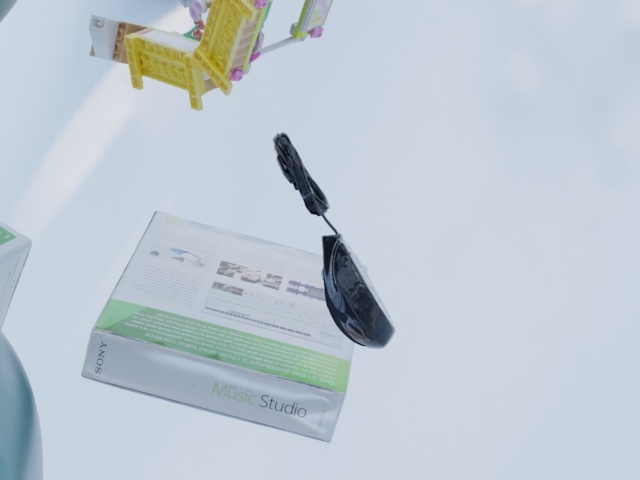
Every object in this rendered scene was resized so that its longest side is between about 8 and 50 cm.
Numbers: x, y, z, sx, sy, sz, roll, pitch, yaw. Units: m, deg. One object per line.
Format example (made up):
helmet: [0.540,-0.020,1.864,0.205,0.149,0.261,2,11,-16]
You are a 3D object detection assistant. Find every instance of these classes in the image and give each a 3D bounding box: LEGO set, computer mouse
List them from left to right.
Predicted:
LEGO set: [-0.075,-0.182,1.408,0.287,0.107,0.132,-32,85,56]
computer mouse: [0.000,0.000,1.462,0.041,0.071,0.242,-31,49,5]

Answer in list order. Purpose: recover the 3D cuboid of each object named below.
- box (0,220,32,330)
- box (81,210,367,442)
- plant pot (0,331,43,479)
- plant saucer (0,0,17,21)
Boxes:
box: [-0.213,0.026,0.838,0.087,0.101,0.102,-36,-25,-58]
box: [-0.081,0.074,1.667,0.322,0.232,0.058,-74,-1,-71]
plant pot: [-0.341,0.160,1.302,0.293,0.293,0.235,-59,16,29]
plant saucer: [-0.356,-0.219,1.558,0.400,0.100,0.400,-37,25,20]
